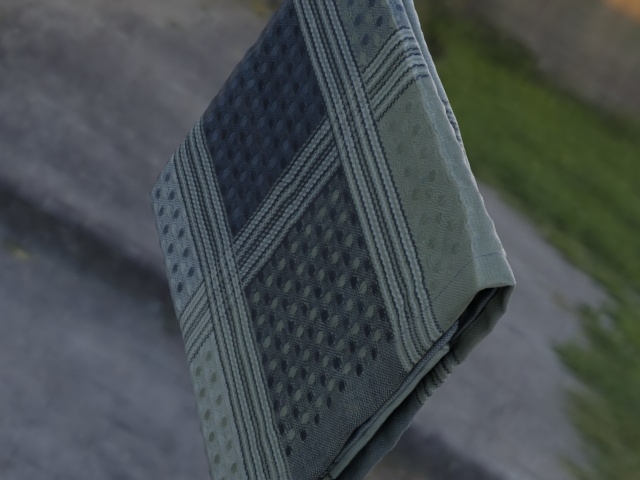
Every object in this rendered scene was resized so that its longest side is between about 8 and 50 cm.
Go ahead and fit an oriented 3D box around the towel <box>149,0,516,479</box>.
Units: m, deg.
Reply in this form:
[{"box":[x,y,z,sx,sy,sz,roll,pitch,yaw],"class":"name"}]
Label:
[{"box":[0.000,0.000,1.167,0.056,0.312,0.324,11,47,-31],"class":"towel"}]
